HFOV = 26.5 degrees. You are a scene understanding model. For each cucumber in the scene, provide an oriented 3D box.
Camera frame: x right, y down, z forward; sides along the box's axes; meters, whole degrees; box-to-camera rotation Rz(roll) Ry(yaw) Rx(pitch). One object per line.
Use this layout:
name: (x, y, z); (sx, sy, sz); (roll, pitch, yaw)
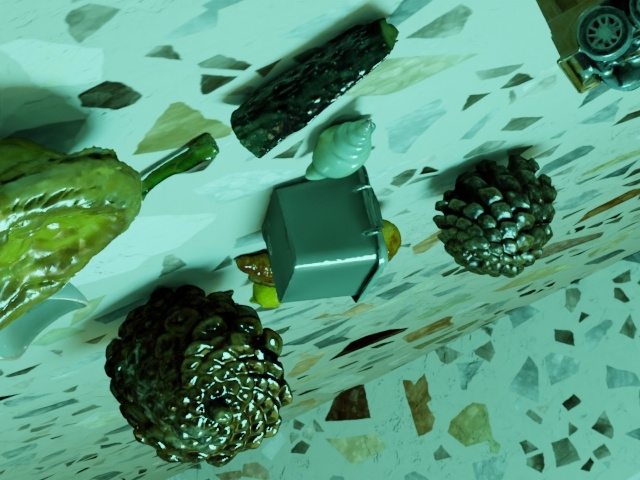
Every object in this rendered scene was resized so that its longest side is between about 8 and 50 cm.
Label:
cucumber: (-0.008, -0.177, 1.485); (0.211, 0.062, 0.078); (-37, -166, 30)

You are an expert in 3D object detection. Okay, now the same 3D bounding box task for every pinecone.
pinecone: (0.283, -0.043, 2.167); (0.204, 0.179, 0.184); (-62, 152, -19)
pinecone: (-0.194, 0.209, 2.164); (0.242, 0.296, 0.298); (-13, 124, -43)

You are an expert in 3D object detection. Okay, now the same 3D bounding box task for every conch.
conch: (0.029, -0.125, 1.734); (0.065, 0.088, 0.180); (30, 153, -14)

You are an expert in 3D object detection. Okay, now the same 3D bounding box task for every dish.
dish: (-0.430, 0.098, 1.824); (0.151, 0.077, 0.212); (-5, 158, -45)

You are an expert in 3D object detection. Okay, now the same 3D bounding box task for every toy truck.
toy truck: (0.366, -0.298, 1.339); (0.338, 0.184, 0.133); (-29, 162, 15)

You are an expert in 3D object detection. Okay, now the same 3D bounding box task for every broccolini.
broccolini: (-0.218, -0.048, 1.650); (0.254, 0.057, 0.071); (-26, -152, 28)

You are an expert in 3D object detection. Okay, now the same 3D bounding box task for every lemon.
lemon: (-0.083, 0.083, 2.305); (0.092, 0.065, 0.065); (-34, 162, 25)

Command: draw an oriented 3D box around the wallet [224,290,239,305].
wallet: (-0.243, 0.140, 2.345); (0.198, 0.031, 0.110); (-16, 164, -21)

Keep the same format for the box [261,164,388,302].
box: (0.000, 0.000, 1.959); (0.135, 0.163, 0.243); (-9, 165, -12)

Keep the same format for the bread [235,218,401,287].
bread: (0.003, 0.030, 2.183); (0.269, 0.095, 0.139); (-20, 159, 9)

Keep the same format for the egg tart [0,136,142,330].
egg tart: (-0.339, -0.005, 1.390); (0.341, 0.129, 0.341); (-35, 173, -5)
